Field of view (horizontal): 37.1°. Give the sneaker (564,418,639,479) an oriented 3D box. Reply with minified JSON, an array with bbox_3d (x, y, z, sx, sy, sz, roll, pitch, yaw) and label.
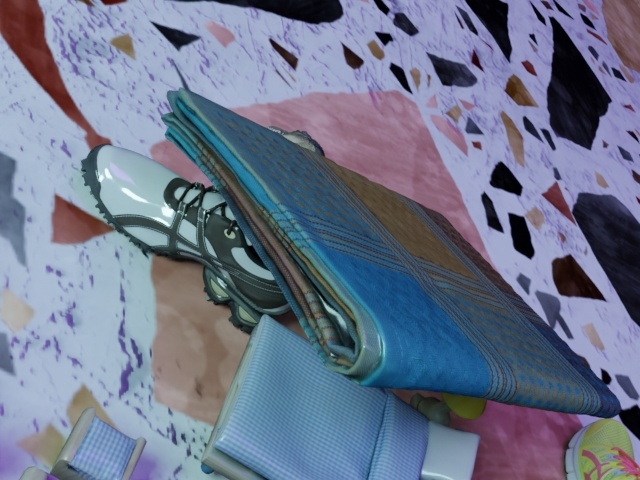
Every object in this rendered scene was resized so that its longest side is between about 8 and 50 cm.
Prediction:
[{"bbox_3d":[0.288,0.243,0.906,0.081,0.094,0.208,41,36,-12],"label":"sneaker"}]

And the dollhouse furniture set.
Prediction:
[{"bbox_3d":[0.002,0.120,0.593,0.286,0.198,0.303,36,40,-12],"label":"dollhouse furniture set"}]

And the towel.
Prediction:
[{"bbox_3d":[0.066,0.027,0.729,0.370,0.040,0.271,20,25,-50],"label":"towel"}]

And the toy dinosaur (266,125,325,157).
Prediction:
[{"bbox_3d":[0.000,0.000,0.838,0.118,0.064,0.268,-1,64,-55],"label":"toy dinosaur"}]

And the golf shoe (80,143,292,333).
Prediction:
[{"bbox_3d":[-0.087,-0.020,0.733,0.198,0.094,0.077,38,39,-15],"label":"golf shoe"}]
